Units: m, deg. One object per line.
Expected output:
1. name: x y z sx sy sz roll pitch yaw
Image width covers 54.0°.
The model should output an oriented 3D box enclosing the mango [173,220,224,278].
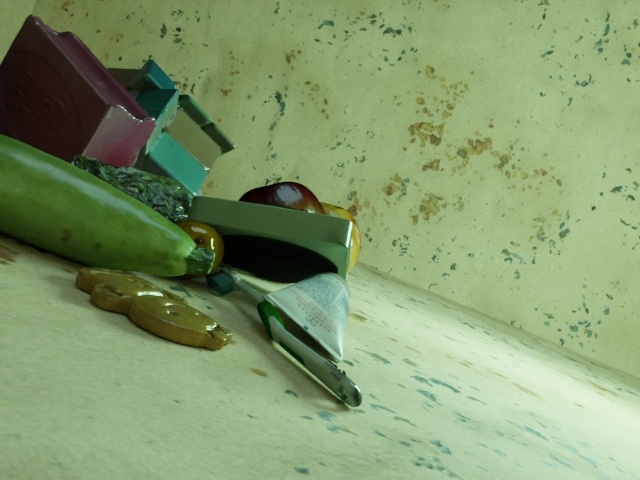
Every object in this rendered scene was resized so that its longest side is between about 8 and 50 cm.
1. mango: -0.198 0.020 0.959 0.102 0.084 0.184 -8 -9 -12

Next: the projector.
1. projector: -0.076 0.002 1.086 0.259 0.079 0.257 9 -19 4

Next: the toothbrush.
1. toothbrush: -0.059 0.106 0.816 0.040 0.042 0.418 -24 26 -24

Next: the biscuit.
1. biscuit: -0.187 0.070 0.694 0.184 0.027 0.133 25 2 42

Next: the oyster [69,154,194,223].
1. oyster: -0.302 -0.048 1.098 0.351 0.158 0.162 32 35 -63

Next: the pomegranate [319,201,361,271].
1. pomegranate: 0.003 0.005 1.601 0.209 0.209 0.209 22 3 -1

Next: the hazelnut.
1. hazelnut: -0.083 -0.009 1.333 0.217 0.217 0.251 23 -21 10

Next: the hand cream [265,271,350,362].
1. hand cream: -0.004 0.107 0.948 0.133 0.083 0.248 40 10 4

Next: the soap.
1. soap: -0.497 -0.247 1.226 0.359 0.233 0.128 45 16 29

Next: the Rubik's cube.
1. Rubik's cube: -0.422 -0.230 1.560 0.388 0.358 0.368 22 -39 -6

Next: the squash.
1. squash: -0.314 -0.033 0.802 0.371 0.118 0.118 23 3 -9
